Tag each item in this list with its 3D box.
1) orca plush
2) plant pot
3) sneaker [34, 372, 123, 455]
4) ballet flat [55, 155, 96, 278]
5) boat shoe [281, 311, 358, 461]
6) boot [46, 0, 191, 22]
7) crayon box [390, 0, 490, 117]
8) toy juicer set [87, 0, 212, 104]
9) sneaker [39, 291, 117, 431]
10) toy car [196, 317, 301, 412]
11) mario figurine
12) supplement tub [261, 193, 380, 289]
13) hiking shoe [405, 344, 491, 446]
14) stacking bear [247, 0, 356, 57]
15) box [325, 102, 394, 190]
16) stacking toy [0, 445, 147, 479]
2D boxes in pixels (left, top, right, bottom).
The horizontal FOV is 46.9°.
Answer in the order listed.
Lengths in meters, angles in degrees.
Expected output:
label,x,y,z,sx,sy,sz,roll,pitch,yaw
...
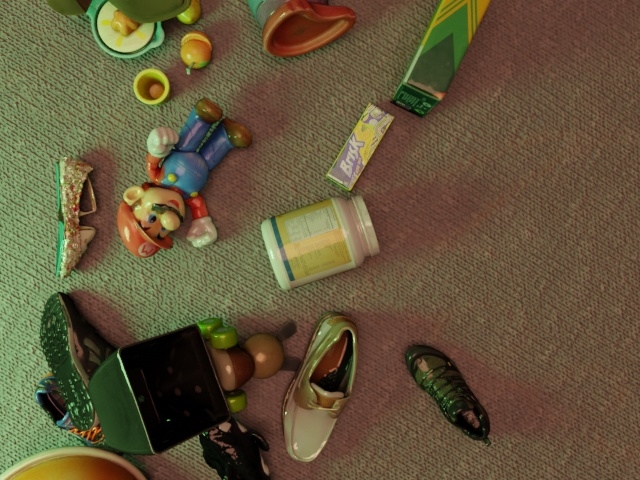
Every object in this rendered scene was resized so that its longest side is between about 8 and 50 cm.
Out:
label,x,y,z,sx,sy,sz,roll,pitch,yaw
orca plush,-0.170,0.460,1.412,0.151,0.102,0.287,-5,109,22
plant pot,-0.305,0.278,1.328,0.167,0.188,0.187,-25,83,37
sneaker,-0.473,0.350,1.435,0.221,0.087,0.083,37,91,0
ballet flat,-0.477,-0.044,1.439,0.077,0.091,0.241,0,94,-23
boat shoe,-0.001,0.289,1.423,0.113,0.103,0.302,13,91,-12
boot,-0.357,-0.519,1.383,0.283,0.109,0.220,1,60,17
crayon box,0.244,-0.400,1.379,0.081,0.202,0.318,25,91,-1
toy juicer set,-0.346,-0.442,1.431,0.209,0.089,0.329,-37,90,0
sneaker,-0.451,0.230,1.440,0.107,0.124,0.283,-39,67,34
toy car,-0.128,0.222,1.436,0.188,0.149,0.155,-12,103,-26
mario figurine,-0.255,-0.100,1.396,0.198,0.170,0.320,34,88,-2
supplement tub,0.000,0.000,1.408,0.200,0.144,0.144,-18,90,-1
hiking shoe,0.255,0.293,1.425,0.086,0.114,0.227,-43,90,-1
stacking bear,-0.074,-0.515,1.403,0.175,0.164,0.289,-7,75,-41
box,0.076,-0.182,1.453,0.059,0.054,0.169,31,91,0
stacking toy,-0.402,0.582,1.212,0.351,0.480,0.350,-4,100,-23
